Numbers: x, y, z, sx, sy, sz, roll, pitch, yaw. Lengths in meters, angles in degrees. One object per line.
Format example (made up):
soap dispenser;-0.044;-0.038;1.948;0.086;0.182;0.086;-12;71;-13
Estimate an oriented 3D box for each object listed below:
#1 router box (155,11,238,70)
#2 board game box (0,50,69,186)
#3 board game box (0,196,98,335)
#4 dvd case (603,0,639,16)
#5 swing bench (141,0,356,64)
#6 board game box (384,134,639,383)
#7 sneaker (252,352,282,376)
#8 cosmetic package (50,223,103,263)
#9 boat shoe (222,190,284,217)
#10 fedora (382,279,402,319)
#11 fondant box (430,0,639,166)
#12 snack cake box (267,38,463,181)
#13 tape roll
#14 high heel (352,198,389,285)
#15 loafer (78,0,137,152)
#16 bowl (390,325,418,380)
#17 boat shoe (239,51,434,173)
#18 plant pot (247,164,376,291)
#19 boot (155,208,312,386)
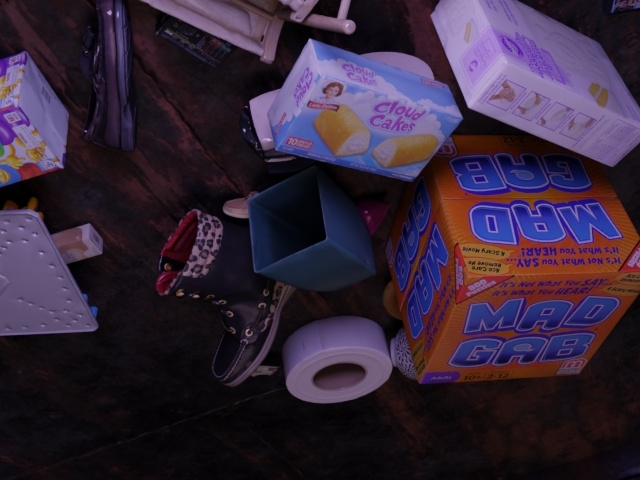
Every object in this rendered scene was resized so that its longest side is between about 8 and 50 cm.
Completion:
router box;-0.184;-0.336;1.183;0.122;0.038;0.092;27;128;-37
board game box;-0.569;-0.170;1.210;0.275;0.142;0.144;-16;140;6
board game box;-0.684;0.065;1.501;0.389;0.050;0.390;-3;141;3
dvd case;0.601;-0.466;1.226;0.252;0.022;0.180;-11;142;-1
swing bench;-0.102;-0.381;1.025;0.253;0.165;0.254;18;172;-32
board game box;0.365;0.036;1.512;0.356;0.356;0.357;-1;140;-11
sneaker;-0.184;0.328;1.967;0.161;0.057;0.075;11;130;-29
cosmetic package;-0.506;0.012;1.523;0.115;0.041;0.060;-17;141;8
boat shoe;-0.128;-0.076;1.506;0.135;0.050;0.045;-5;133;-17
fedora;0.235;0.113;1.791;0.194;0.079;0.194;-3;135;-3
fondant box;0.358;-0.275;1.227;0.330;0.238;0.096;14;135;-28
snack cake box;0.069;-0.196;1.176;0.264;0.089;0.152;10;137;-29
tape roll;0.042;0.316;1.975;0.286;0.100;0.286;-6;141;-5
high heel;0.101;0.008;1.634;0.117;0.082;0.244;-6;129;6
loafer;-0.345;-0.255;1.195;0.095;0.109;0.303;2;142;-9
bowl;0.227;0.287;1.945;0.080;0.170;0.170;-6;143;16
boat shoe;0.030;-0.220;1.333;0.340;0.127;0.158;-14;162;-2
plant pot;0.000;0.000;1.467;0.165;0.166;0.234;-25;147;26
boot;-0.210;0.119;1.560;0.284;0.138;0.377;18;109;-38
